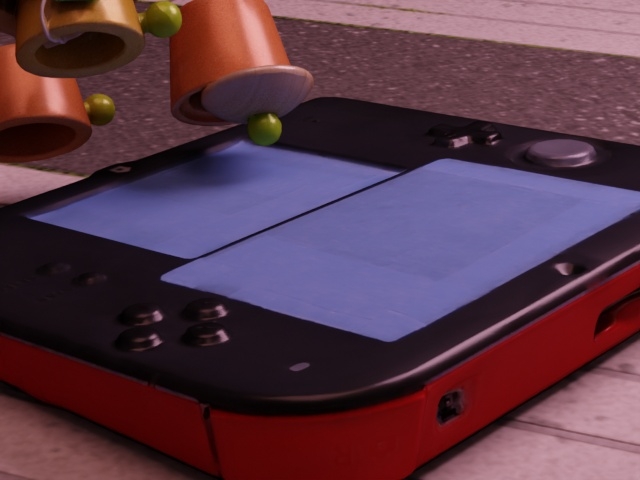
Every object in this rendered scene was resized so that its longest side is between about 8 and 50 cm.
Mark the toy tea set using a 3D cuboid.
[{"bbox_3d":[-0.171,-0.061,0.919,0.336,0.124,0.200,-13,-16,4],"label":"toy tea set"}]

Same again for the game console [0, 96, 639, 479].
[{"bbox_3d":[0.000,0.000,0.870,0.342,0.060,0.386,19,28,38],"label":"game console"}]
